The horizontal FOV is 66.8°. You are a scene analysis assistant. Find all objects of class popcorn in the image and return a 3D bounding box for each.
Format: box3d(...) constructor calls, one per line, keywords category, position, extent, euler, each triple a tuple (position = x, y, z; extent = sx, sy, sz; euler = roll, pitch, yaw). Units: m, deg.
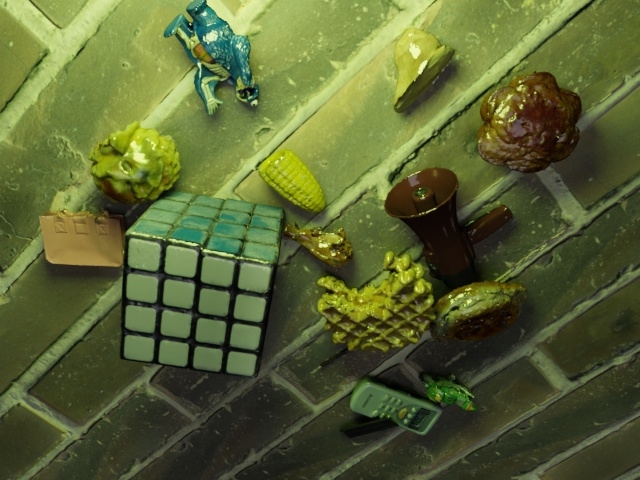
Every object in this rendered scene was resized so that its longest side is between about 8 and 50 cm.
box3d(category="popcorn", position=(-0.460, -0.189, 1.200), extent=(0.218, 0.169, 0.189), euler=(-36, 116, 4))

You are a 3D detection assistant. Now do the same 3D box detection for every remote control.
box3d(category="remote control", position=(0.246, 0.543, 1.596), extent=(0.296, 0.056, 0.140), euler=(23, 111, -11))

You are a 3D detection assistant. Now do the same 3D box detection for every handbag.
box3d(category="handbag", position=(-0.647, -0.009, 1.338), extent=(0.213, 0.059, 0.157), euler=(2, 116, -3))

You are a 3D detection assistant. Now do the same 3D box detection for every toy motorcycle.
box3d(category="toy motorcycle", position=(0.402, 0.478, 1.539), extent=(0.190, 0.106, 0.074), euler=(20, 113, -7))

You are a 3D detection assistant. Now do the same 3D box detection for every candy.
box3d(category="candy", position=(-0.061, -0.145, 1.264), extent=(0.106, 0.094, 0.199), euler=(-40, 116, 15))

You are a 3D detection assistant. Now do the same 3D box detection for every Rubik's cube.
box3d(category="Rubik's cube", position=(-0.284, 0.096, 1.235), extent=(0.337, 0.344, 0.343), euler=(10, 112, -4))

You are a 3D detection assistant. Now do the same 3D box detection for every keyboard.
box3d(category="keyboard", position=(0.161, 0.626, 1.623), extent=(0.202, 0.011, 0.067), euler=(-28, 124, 30))

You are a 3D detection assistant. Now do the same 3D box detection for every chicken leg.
box3d(category="chicken leg", position=(-0.001, 0.003, 1.333), extent=(0.207, 0.085, 0.101), euler=(25, 138, -8))

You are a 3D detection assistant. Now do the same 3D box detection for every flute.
box3d(category="flute", position=(0.109, 0.329, 1.521), extent=(0.269, 0.014, 0.014), euler=(-34, 110, 14))

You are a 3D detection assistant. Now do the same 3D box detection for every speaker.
box3d(category="speaker", position=(0.349, -0.048, 1.308), extent=(0.259, 0.198, 0.329), euler=(-53, 126, -18))

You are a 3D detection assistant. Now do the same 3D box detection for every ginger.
box3d(category="ginger", position=(0.210, -0.403, 1.154), extent=(0.123, 0.115, 0.193), euler=(40, 118, 6))

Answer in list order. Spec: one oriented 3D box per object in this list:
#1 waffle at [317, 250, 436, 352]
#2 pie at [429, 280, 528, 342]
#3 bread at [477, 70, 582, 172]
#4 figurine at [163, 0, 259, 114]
box3d(category="waffle", position=(0.163, 0.179, 1.358), extent=(0.324, 0.151, 0.261), euler=(-22, 117, 26))
box3d(category="pie", position=(0.442, 0.212, 1.395), extent=(0.308, 0.085, 0.308), euler=(-11, 143, -9))
box3d(category="bread", position=(0.506, -0.289, 1.174), extent=(0.247, 0.135, 0.232), euler=(6, 114, -3))
box3d(category="figurine", position=(-0.232, -0.427, 1.128), extent=(0.164, 0.120, 0.262), euler=(-15, 131, 14))
